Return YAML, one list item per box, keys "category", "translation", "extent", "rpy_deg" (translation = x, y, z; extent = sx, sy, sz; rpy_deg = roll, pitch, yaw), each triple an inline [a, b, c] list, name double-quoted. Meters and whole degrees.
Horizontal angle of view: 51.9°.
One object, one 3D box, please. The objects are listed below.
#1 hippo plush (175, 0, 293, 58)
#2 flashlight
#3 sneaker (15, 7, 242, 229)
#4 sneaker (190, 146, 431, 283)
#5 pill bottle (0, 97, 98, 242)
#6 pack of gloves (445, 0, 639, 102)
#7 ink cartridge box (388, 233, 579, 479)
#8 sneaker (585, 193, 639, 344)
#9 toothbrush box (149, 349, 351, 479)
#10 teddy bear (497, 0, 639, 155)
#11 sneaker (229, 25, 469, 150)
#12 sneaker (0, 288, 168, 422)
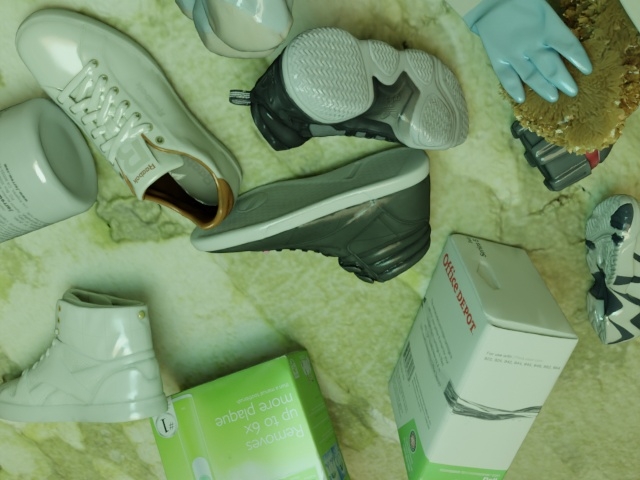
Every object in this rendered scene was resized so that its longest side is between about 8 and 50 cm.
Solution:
- category: "hippo plush"
  translation: [-0.029, -0.312, 0.576]
  extent: [0.237, 0.294, 0.234]
  rpy_deg: [-25, 160, -13]
- category: "flashlight"
  translation: [0.365, -0.171, 0.718]
  extent: [0.304, 0.103, 0.103]
  rpy_deg: [-31, 144, 13]
- category: "sneaker"
  translation: [-0.197, -0.124, 0.695]
  extent: [0.290, 0.123, 0.106]
  rpy_deg: [40, 112, -22]
- category: "sneaker"
  translation: [0.000, 0.000, 0.789]
  extent: [0.296, 0.104, 0.146]
  rpy_deg: [-16, 122, 7]
- category: "pill bottle"
  translation: [-0.376, -0.057, 0.715]
  extent: [0.230, 0.131, 0.131]
  rpy_deg: [-19, 120, 7]
- category: "pack of gloves"
  translation: [0.207, -0.253, 0.591]
  extent: [0.195, 0.232, 0.046]
  rpy_deg: [-37, 158, 22]
- category: "ink cartridge box"
  translation: [0.190, 0.159, 0.839]
  extent: [0.115, 0.198, 0.272]
  rpy_deg: [11, 119, -10]
- category: "sneaker"
  translation: [0.432, 0.029, 0.841]
  extent: [0.153, 0.094, 0.234]
  rpy_deg: [-13, 120, 2]
- category: "toothbrush box"
  translation: [-0.079, 0.313, 0.873]
  extent: [0.206, 0.122, 0.283]
  rpy_deg: [-20, 82, 10]
- category: "teddy bear"
  translation: [0.322, -0.228, 0.610]
  extent: [0.113, 0.245, 0.337]
  rpy_deg: [10, 105, -57]
- category: "sneaker"
  translation: [0.034, -0.147, 0.710]
  extent: [0.269, 0.153, 0.101]
  rpy_deg: [6, 81, -42]
- category: "sneaker"
  translation: [-0.327, 0.149, 0.867]
  extent: [0.293, 0.108, 0.169]
  rpy_deg: [-9, 87, 27]
